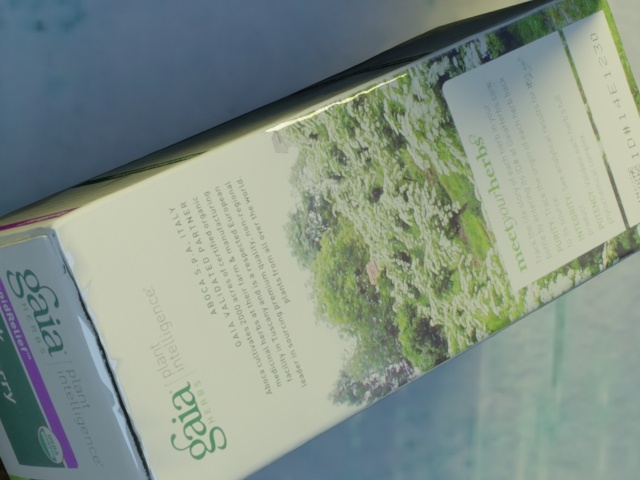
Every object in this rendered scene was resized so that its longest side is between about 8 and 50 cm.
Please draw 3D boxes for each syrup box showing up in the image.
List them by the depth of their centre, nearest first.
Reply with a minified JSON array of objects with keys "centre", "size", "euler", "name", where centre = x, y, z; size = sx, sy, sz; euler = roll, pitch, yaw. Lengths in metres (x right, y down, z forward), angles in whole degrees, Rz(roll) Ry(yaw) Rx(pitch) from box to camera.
[{"centre":[0.000,0.000,0.619],"size":[0.237,0.096,0.093],"euler":[-27,100,-33],"name":"syrup box"}]

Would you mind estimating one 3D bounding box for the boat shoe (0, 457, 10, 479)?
[{"centre":[-0.105,0.133,0.671],"size":[0.105,0.089,0.285],"euler":[-11,96,16],"name":"boat shoe"}]
